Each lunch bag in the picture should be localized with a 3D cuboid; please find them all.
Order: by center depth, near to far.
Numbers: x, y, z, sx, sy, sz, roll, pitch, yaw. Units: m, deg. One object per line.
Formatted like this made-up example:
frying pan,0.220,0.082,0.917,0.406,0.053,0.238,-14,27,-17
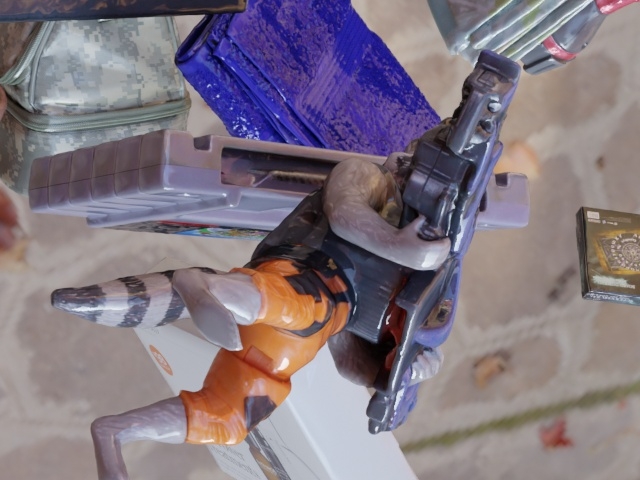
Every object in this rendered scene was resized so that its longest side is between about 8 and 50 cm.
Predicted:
lunch bag,-0.276,-0.216,1.816,0.212,0.305,0.256,-7,120,-29

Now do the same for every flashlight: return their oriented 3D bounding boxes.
flashlight,0.347,-0.282,1.914,0.304,0.103,0.103,-20,-178,39

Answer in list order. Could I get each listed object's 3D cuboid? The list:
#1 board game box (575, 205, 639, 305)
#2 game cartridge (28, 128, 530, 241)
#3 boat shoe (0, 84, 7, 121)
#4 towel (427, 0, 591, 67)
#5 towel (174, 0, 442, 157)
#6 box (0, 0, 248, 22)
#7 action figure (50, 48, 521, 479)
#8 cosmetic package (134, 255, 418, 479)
board game box,0.418,0.027,2.174,0.186,0.126,0.026,8,149,-11
game cartridge,-0.034,-0.035,1.405,0.355,0.230,0.068,5,79,-35
boat shoe,-0.329,-0.171,1.036,0.123,0.342,0.123,-40,-175,40
towel,0.215,-0.407,1.823,0.090,0.375,0.320,4,149,-45
towel,0.010,-0.140,1.679,0.308,0.076,0.228,51,50,-26
box,-0.271,-0.305,1.330,0.395,0.293,0.212,-13,118,-52
action figure,0.000,0.000,1.147,0.330,0.178,0.341,-31,148,-45
cosmetic package,-0.058,0.184,1.941,0.097,0.377,0.284,-37,116,-21
